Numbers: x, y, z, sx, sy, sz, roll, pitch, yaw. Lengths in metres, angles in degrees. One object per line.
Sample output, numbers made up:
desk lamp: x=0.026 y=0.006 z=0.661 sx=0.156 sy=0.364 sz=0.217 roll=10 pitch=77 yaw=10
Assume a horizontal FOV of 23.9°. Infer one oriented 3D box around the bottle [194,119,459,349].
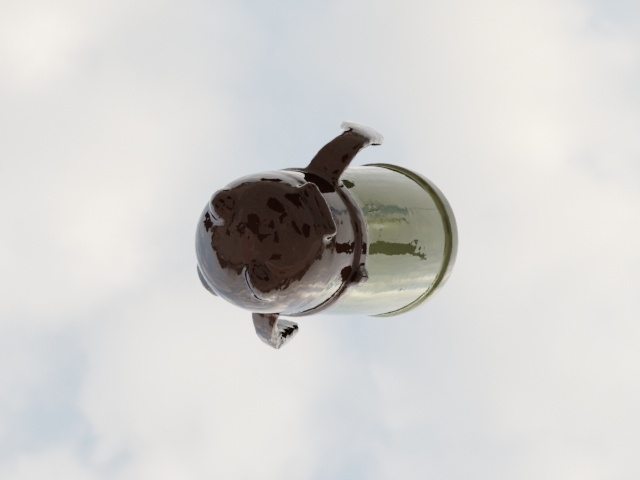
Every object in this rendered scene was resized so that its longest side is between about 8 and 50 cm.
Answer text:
bottle: x=0.000 y=-0.002 z=0.416 sx=0.101 sy=0.047 sz=0.063 roll=-1 pitch=-91 yaw=-64
